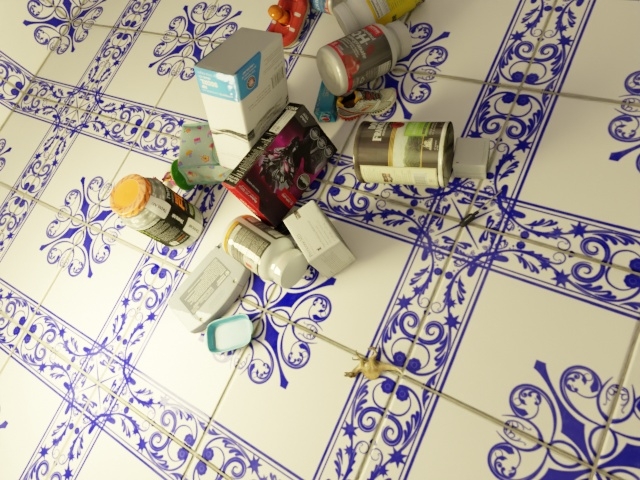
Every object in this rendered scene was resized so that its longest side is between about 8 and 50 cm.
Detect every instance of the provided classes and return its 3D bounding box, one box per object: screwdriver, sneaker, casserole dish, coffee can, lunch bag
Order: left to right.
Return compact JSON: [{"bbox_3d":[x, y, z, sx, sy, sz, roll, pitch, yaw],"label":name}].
[{"bbox_3d":[-0.402,-0.343,1.748,0.263,0.160,0.223,-4,65,6],"label":"lunch bag"},{"bbox_3d":[-0.303,0.316,1.518,0.189,0.037,0.114,-17,64,14],"label":"casserole dish"},{"bbox_3d":[-0.088,-0.073,1.560,0.178,0.077,0.072,-26,62,11],"label":"sneaker"},{"bbox_3d":[0.164,-0.498,1.617,0.225,0.093,0.088,-14,66,16],"label":"sneaker"},{"bbox_3d":[0.266,-0.275,1.429,0.276,0.201,0.201,6,73,23],"label":"coffee can"},{"bbox_3d":[0.492,-0.098,1.373,0.170,0.024,0.025,-38,32,2],"label":"screwdriver"}]

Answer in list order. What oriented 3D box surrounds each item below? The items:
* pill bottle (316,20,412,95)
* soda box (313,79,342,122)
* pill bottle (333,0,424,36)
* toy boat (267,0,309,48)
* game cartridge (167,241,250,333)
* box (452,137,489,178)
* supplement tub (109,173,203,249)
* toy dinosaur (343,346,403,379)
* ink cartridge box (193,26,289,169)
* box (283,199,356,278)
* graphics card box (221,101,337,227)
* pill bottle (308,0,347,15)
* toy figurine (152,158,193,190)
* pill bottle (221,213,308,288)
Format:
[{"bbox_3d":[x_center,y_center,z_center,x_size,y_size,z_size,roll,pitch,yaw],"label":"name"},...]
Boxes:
[{"bbox_3d":[0.160,-0.659,1.606,0.319,0.176,0.176,-30,60,-13],"label":"pill bottle"},{"bbox_3d":[0.038,-0.553,1.702,0.071,0.067,0.210,6,73,23],"label":"soda box"},{"bbox_3d":[0.224,-0.904,1.697,0.334,0.188,0.187,-31,62,8],"label":"pill bottle"},{"bbox_3d":[-0.156,-0.915,1.847,0.151,0.151,0.231,35,113,30],"label":"toy boat"},{"bbox_3d":[-0.391,0.174,1.600,0.198,0.062,0.297,41,88,25],"label":"game cartridge"},{"bbox_3d":[0.470,-0.256,1.404,0.102,0.087,0.101,6,73,24],"label":"box"},{"bbox_3d":[-0.588,-0.102,1.634,0.194,0.316,0.193,-7,68,18],"label":"supplement tub"},{"bbox_3d":[0.155,0.361,1.321,0.183,0.053,0.092,-14,81,24],"label":"toy dinosaur"},{"bbox_3d":[-0.244,-0.468,1.546,0.166,0.394,0.285,19,53,18],"label":"ink cartridge box"},{"bbox_3d":[0.000,0.000,1.437,0.119,0.182,0.181,-36,62,5],"label":"box"},{"bbox_3d":[-0.129,-0.255,1.541,0.094,0.233,0.371,26,75,48],"label":"graphics card box"},{"bbox_3d":[0.000,-1.018,1.866,0.222,0.124,0.124,33,84,30],"label":"pill bottle"},{"bbox_3d":[-0.605,-0.263,1.832,0.159,0.130,0.173,-12,44,27],"label":"toy figurine"},{"bbox_3d":[-0.185,0.037,1.507,0.278,0.162,0.162,32,84,29],"label":"pill bottle"}]
